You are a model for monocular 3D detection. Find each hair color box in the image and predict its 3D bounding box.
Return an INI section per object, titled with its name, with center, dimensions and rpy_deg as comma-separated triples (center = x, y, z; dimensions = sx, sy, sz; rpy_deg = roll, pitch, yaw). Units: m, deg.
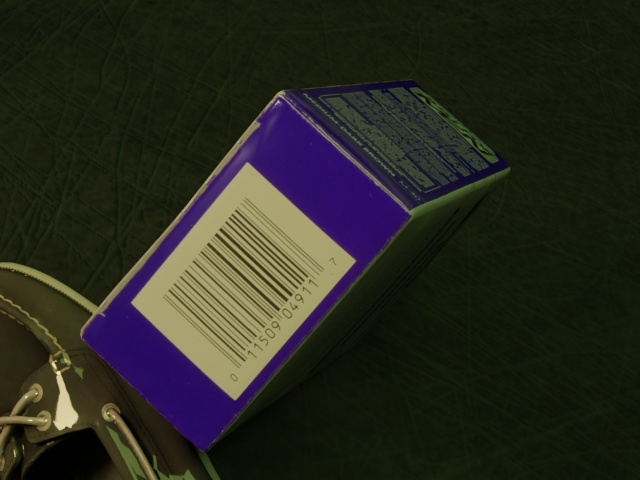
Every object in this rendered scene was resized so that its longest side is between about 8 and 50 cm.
[hair color box]
center = 0.000, 0.000, 1.067
dimensions = 0.110, 0.185, 0.339
rpy_deg = 43, 15, 8

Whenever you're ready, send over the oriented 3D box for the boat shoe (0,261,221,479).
[boat shoe]
center = -0.119, 0.153, 0.982
dimensions = 0.335, 0.112, 0.095
rpy_deg = 50, 36, 10
